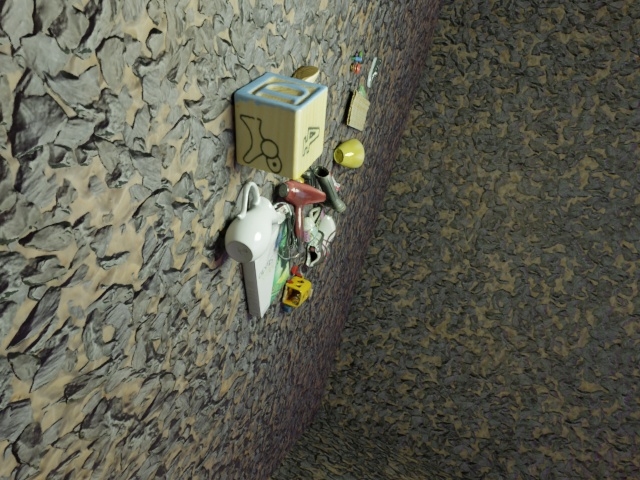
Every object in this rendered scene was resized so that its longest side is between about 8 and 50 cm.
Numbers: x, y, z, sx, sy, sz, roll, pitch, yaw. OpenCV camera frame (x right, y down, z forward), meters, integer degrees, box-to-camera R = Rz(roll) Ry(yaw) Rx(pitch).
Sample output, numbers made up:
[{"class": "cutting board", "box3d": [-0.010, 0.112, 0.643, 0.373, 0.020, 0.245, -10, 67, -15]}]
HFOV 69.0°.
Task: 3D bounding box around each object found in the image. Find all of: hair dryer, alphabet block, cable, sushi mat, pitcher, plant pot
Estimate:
[{"class": "hair dryer", "box3d": [-0.087, -0.095, 1.596, 0.293, 0.080, 0.224, -44, 126, -32]}, {"class": "alphabet block", "box3d": [-0.104, -0.308, 1.242, 0.193, 0.192, 0.197, -52, 156, -47]}, {"class": "cable", "box3d": [-0.062, -0.257, 1.757, 0.287, 0.072, 0.140, 3, 93, -87]}, {"class": "sushi mat", "box3d": [0.177, -0.593, 2.147, 0.316, 0.019, 0.152, -27, 132, -72]}, {"class": "pitcher", "box3d": [-0.205, -0.053, 1.346, 0.207, 0.125, 0.178, -68, 143, -46]}, {"class": "plant pot", "box3d": [0.116, -0.385, 2.087, 0.095, 0.134, 0.134, -16, 128, -38]}]

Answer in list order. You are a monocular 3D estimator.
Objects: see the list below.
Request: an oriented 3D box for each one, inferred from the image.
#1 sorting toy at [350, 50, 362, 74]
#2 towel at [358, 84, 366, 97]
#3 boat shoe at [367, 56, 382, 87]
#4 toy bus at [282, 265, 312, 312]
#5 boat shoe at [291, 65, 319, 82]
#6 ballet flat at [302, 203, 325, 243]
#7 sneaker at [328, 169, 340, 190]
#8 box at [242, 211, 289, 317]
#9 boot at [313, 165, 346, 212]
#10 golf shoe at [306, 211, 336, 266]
[{"class": "sorting toy", "box3d": [0.147, -0.743, 1.930, 0.061, 0.042, 0.102, 111, -12, -81]}, {"class": "towel", "box3d": [0.178, -0.640, 2.189, 0.113, 0.023, 0.152, 24, 82, -77]}, {"class": "boat shoe", "box3d": [0.260, -0.807, 2.236, 0.049, 0.040, 0.142, -20, 126, -71]}, {"class": "toy bus", "box3d": [-0.089, 0.218, 2.058, 0.191, 0.104, 0.202, 79, 33, -61]}, {"class": "boat shoe", "box3d": [-0.061, -0.485, 1.446, 0.170, 0.062, 0.059, -50, 157, -34]}, {"class": "ballet flat", "box3d": [-0.036, -0.082, 1.986, 0.222, 0.076, 0.079, -63, 145, -46]}, {"class": "sneaker", "box3d": [0.054, -0.262, 2.084, 0.119, 0.066, 0.042, 89, 23, -50]}, {"class": "box", "box3d": [-0.188, 0.090, 1.650, 0.322, 0.058, 0.232, 93, 21, -46]}, {"class": "boot", "box3d": [0.016, -0.224, 1.947, 0.076, 0.189, 0.209, -47, 131, -10]}, {"class": "golf shoe", "box3d": [0.000, 0.000, 2.136, 0.120, 0.105, 0.273, -35, 141, -55]}]
